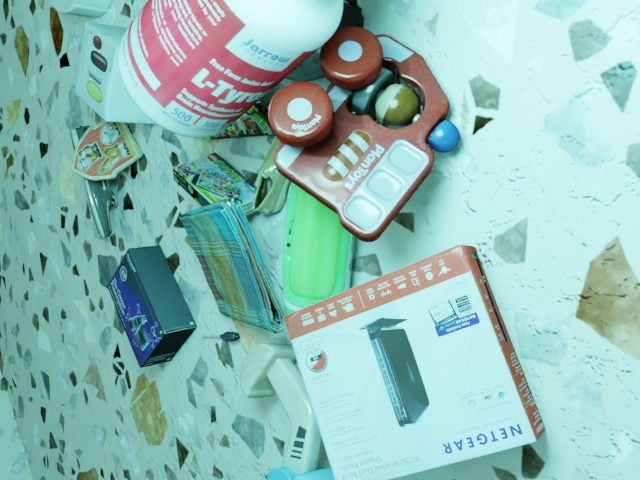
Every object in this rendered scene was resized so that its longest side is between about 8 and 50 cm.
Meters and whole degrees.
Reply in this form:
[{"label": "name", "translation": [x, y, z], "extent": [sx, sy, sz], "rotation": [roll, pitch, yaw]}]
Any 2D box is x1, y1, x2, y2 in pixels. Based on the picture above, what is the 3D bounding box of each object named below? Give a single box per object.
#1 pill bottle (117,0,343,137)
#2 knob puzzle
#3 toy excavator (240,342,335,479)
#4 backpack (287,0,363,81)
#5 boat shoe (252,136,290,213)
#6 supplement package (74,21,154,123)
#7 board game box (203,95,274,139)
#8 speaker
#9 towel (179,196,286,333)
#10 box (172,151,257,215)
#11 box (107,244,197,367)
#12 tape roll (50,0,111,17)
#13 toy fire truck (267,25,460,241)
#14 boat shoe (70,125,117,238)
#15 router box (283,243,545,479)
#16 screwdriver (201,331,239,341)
[{"label": "pill bottle", "translation": [-0.116, -0.339, 0.974], "extent": [0.407, 0.229, 0.229], "rotation": [-29, 74, 44]}, {"label": "knob puzzle", "translation": [-0.607, -0.247, 1.801], "extent": [0.213, 0.030, 0.213], "rotation": [-4, 69, 12]}, {"label": "toy excavator", "translation": [-0.025, 0.466, 1.270], "extent": [0.432, 0.222, 0.446], "rotation": [17, 94, 44]}, {"label": "backpack", "translation": [-0.037, -0.364, 1.169], "extent": [0.188, 0.165, 0.145], "rotation": [7, 92, 46]}, {"label": "boat shoe", "translation": [-0.095, -0.141, 1.328], "extent": [0.068, 0.072, 0.190], "rotation": [32, 117, 40]}, {"label": "supplement package", "translation": [-0.509, -0.427, 1.675], "extent": [0.203, 0.149, 0.194], "rotation": [38, 121, 38]}, {"label": "board game box", "translation": [-0.201, -0.287, 1.413], "extent": [0.259, 0.030, 0.136], "rotation": [5, 124, 46]}, {"label": "speaker", "translation": [0.000, 0.000, 1.208], "extent": [0.131, 0.131, 0.297], "rotation": [18, 108, 44]}, {"label": "towel", "translation": [-0.193, 0.054, 1.358], "extent": [0.370, 0.040, 0.272], "rotation": [-3, 110, 64]}, {"label": "box", "translation": [-0.224, -0.117, 1.436], "extent": [0.207, 0.114, 0.036], "rotation": [39, 142, 36]}, {"label": "box", "translation": [-0.450, 0.172, 1.727], "extent": [0.184, 0.103, 0.261], "rotation": [-48, 61, 36]}, {"label": "tape roll", "translation": [-0.677, -0.779, 1.843], "extent": [0.286, 0.100, 0.286], "rotation": [7, 100, 45]}, {"label": "toy fire truck", "translation": [0.076, -0.174, 1.043], "extent": [0.254, 0.302, 0.169], "rotation": [37, 168, 14]}, {"label": "boat shoe", "translation": [-0.633, -0.175, 1.885], "extent": [0.112, 0.095, 0.335], "rotation": [151, 103, -69]}, {"label": "router box", "translation": [0.138, 0.205, 1.043], "extent": [0.335, 0.082, 0.301], "rotation": [-25, 76, 24]}, {"label": "screwdriver", "translation": [-0.248, 0.232, 1.574], "extent": [0.169, 0.025, 0.024], "rotation": [-10, 88, 46]}]
